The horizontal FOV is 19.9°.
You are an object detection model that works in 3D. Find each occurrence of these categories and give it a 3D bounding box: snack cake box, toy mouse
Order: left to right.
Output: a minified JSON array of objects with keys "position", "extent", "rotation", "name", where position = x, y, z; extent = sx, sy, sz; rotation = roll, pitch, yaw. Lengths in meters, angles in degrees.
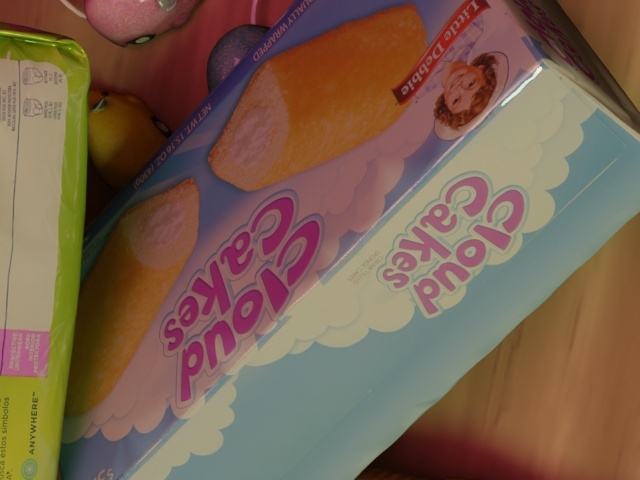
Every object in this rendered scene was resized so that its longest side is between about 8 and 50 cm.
[{"position":[-0.065,-0.088,0.844],"extent":[0.143,0.031,0.161],"rotation":[-42,75,18],"name":"toy mouse"},{"position":[0.000,0.000,0.750],"extent":[0.264,0.089,0.152],"rotation":[-45,36,17],"name":"snack cake box"}]

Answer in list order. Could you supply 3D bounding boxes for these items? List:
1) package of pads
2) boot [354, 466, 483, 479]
[{"position":[-0.179,0.056,0.785],"extent":[0.229,0.101,0.296],"rotation":[-176,91,-68],"name":"package of pads"},{"position":[0.038,0.246,0.766],"extent":[0.211,0.104,0.295],"rotation":[18,94,23],"name":"boot"}]
